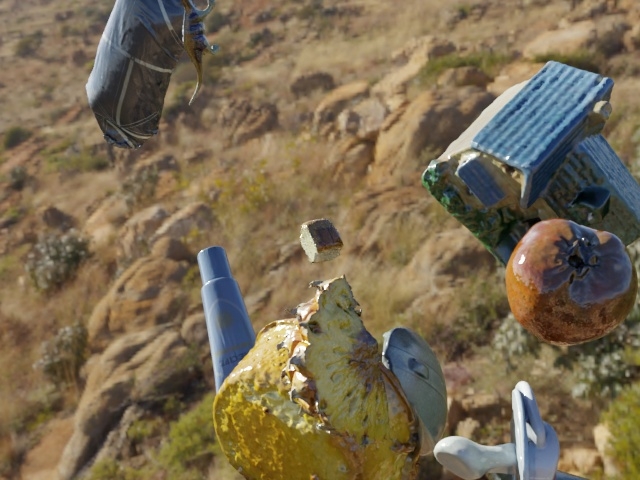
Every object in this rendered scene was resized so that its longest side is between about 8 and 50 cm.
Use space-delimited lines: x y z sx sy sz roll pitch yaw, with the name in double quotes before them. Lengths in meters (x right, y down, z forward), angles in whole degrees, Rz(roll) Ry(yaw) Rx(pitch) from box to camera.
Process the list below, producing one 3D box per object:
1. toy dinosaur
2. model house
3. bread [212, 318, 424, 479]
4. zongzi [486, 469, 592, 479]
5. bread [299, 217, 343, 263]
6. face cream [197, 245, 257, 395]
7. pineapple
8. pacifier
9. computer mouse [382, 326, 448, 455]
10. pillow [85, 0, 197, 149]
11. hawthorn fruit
"toy dinosaur" -0.154 -0.259 1.072 0.058 0.180 0.037 -32 40 -34
"model house" 0.494 -0.133 1.811 0.334 0.382 0.342 -45 11 -19
"bread" -0.010 0.322 1.447 0.358 0.337 0.204 26 41 23
"zongzi" 0.473 0.495 1.644 0.274 0.145 0.300 10 15 -16
"bread" 0.002 -0.002 1.797 0.070 0.077 0.083 -19 63 -24
"face cream" -0.202 0.190 1.882 0.135 0.385 0.086 -18 -28 1
"pineapple" -0.018 0.183 1.171 0.164 0.250 0.140 0 18 38
"pacifier" 0.301 0.367 1.466 0.207 0.279 0.227 -6 53 6
"computer mouse" 0.193 0.303 1.679 0.114 0.374 0.203 -2 59 12
"pillow" -0.322 -0.316 1.497 0.161 0.335 0.092 37 31 12
"hawthorn fruit" 0.381 0.086 1.340 0.199 0.251 0.199 2 54 -3
